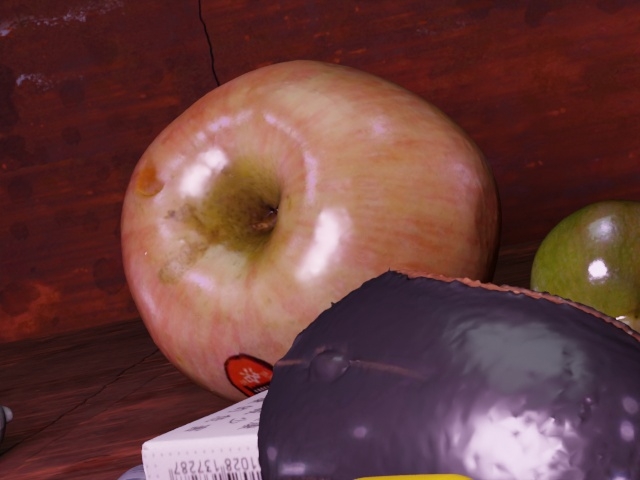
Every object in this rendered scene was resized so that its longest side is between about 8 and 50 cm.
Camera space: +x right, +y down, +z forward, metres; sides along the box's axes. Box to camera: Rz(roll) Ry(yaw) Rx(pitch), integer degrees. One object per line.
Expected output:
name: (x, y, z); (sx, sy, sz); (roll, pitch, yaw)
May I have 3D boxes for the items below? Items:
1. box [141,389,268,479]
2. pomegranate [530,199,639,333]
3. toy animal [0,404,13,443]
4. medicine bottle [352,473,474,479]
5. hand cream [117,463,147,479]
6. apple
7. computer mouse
box: (0.059, 0.157, 1.274); (0.330, 0.095, 0.210); (-10, 5, 36)
pomegranate: (0.273, 0.059, 1.588); (0.179, 0.179, 0.210); (-9, 17, 38)
toy animal: (-0.426, 0.217, 1.832); (0.138, 0.108, 0.236); (-11, 4, 7)
medicine bottle: (-0.001, 0.190, 0.987); (0.309, 0.076, 0.111); (-16, 42, 61)
hand cream: (-0.150, 0.217, 1.427); (0.079, 0.048, 0.255); (-6, 1, 3)
apple: (0.000, 0.000, 1.813); (0.391, 0.391, 0.346); (-10, -16, 27)
computer mouse: (0.081, 0.107, 1.053); (0.323, 0.183, 0.116); (10, -26, 44)
